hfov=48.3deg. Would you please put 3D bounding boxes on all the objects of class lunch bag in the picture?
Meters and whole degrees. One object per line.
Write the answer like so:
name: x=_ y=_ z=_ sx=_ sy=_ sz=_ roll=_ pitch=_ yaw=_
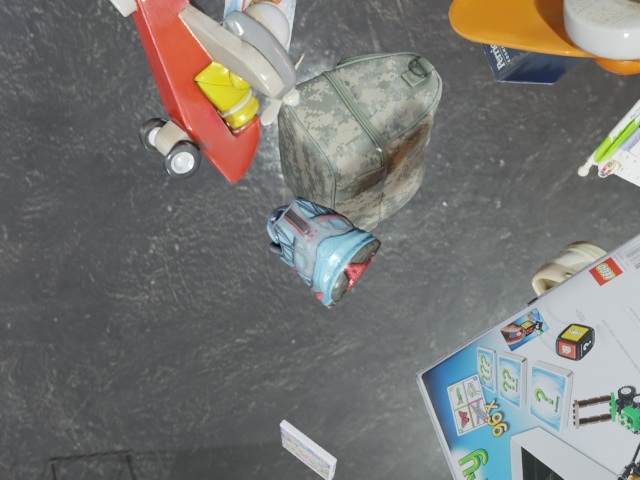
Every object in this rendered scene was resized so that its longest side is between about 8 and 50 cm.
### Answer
lunch bag: x=0.077 y=-0.161 z=1.225 sx=0.256 sy=0.213 sz=0.305 roll=-26 pitch=156 yaw=-12

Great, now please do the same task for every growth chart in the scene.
growth chart: x=0.508 y=-0.129 z=1.013 sx=0.237 sy=0.021 sz=0.172 roll=17 pitch=125 yaw=-16

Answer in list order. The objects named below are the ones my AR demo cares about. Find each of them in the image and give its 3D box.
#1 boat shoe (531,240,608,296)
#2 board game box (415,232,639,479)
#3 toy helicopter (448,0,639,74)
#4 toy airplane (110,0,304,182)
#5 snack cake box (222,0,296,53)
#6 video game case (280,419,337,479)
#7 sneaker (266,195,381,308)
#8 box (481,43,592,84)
boat shoe: x=0.390 y=0.128 z=0.869 sx=0.098 sy=0.302 sz=0.109 roll=-28 pitch=153 yaw=-31
board game box: x=0.182 y=0.146 z=0.390 sx=0.193 sy=0.305 sz=0.053 roll=-35 pitch=126 yaw=14
toy helicopter: x=0.170 y=-0.100 z=0.259 sx=0.140 sy=0.355 sz=0.235 roll=-36 pitch=166 yaw=-14
toy airplane: x=-0.177 y=-0.313 z=1.084 sx=0.272 sy=0.386 sz=0.384 roll=-26 pitch=173 yaw=-18
snack cake box: x=-0.146 y=-0.556 z=1.709 sx=0.152 sy=0.089 sz=0.264 roll=-7 pitch=126 yaw=-28
video game case: x=-0.017 y=0.288 z=0.973 sx=0.011 sy=0.087 sz=0.122 roll=-49 pitch=163 yaw=-23
sneaker: x=0.000 y=0.000 z=0.840 sx=0.104 sy=0.125 sz=0.262 roll=-50 pitch=175 yaw=-7
box: x=0.488 y=-0.530 z=1.367 sx=0.212 sy=0.294 sz=0.395 roll=-9 pitch=163 yaw=-38
